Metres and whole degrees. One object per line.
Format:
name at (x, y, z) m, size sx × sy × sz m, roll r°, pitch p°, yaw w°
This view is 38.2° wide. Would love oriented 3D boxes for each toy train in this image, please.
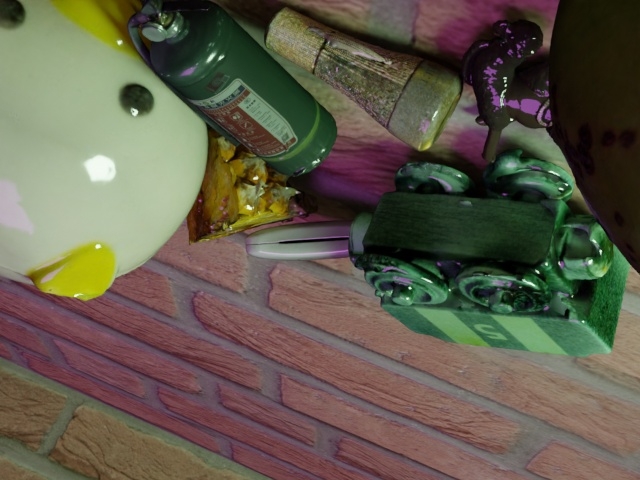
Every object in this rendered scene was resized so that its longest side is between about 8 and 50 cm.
toy train at (0.187, 0.021, 1.016) m, size 0.299 × 0.166 × 0.238 m, roll 4°, pitch 155°, yaw 40°

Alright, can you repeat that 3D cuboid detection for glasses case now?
glasses case at (0.000, 0.000, 1.181) m, size 0.194 × 0.049 × 0.074 m, roll -5°, pitch 178°, yaw 10°

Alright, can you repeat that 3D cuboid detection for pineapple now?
pineapple at (-0.083, -0.080, 1.148) m, size 0.164 × 0.139 × 0.250 m, roll -11°, pitch 176°, yaw -14°

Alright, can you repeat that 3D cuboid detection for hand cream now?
hand cream at (0.036, -0.168, 0.902) m, size 0.203 × 0.084 × 0.084 m, roll 30°, pitch 154°, yaw 9°

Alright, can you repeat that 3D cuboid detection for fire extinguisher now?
fire extinguisher at (-0.095, -0.162, 0.913) m, size 0.118 × 0.093 × 0.294 m, roll -4°, pitch 156°, yaw 31°

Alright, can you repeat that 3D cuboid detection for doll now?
doll at (0.194, -0.131, 0.844) m, size 0.139 × 0.057 × 0.165 m, roll 19°, pitch 148°, yaw 20°

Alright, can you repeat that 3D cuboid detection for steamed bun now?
steamed bun at (-0.304, -0.124, 0.989) m, size 0.374 × 0.333 × 0.334 m, roll 32°, pitch 153°, yaw -16°

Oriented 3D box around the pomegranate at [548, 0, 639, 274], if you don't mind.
pomegranate at (0.291, -0.098, 0.545) m, size 0.291 × 0.290 × 0.323 m, roll 38°, pitch 154°, yaw -22°
